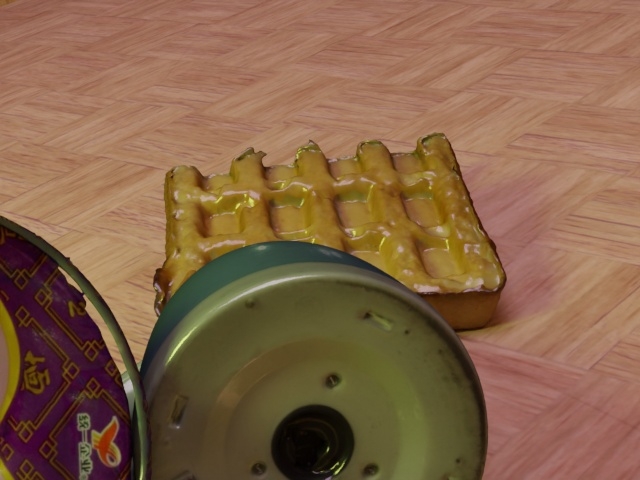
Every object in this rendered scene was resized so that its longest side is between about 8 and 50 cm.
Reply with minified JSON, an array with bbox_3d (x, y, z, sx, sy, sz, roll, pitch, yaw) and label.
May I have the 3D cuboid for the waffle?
[{"bbox_3d":[0.000,-0.001,1.338,0.348,0.077,0.304,-5,36,-3],"label":"waffle"}]

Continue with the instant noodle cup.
[{"bbox_3d":[-0.310,0.154,0.852,0.340,0.340,0.266,-23,-2,-25],"label":"instant noodle cup"}]

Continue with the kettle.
[{"bbox_3d":[-0.066,0.126,1.005,0.319,0.247,0.342,-23,14,-6],"label":"kettle"}]
